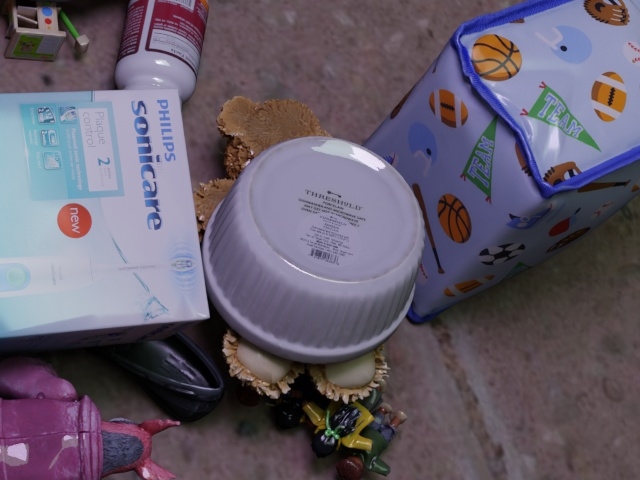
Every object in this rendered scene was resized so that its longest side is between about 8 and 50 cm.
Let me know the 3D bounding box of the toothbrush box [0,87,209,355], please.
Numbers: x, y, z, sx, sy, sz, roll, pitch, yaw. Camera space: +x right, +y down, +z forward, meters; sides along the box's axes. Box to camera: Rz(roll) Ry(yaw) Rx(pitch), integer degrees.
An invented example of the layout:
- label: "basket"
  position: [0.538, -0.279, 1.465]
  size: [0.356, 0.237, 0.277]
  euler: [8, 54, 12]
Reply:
- label: "toothbrush box"
  position: [-0.265, -0.012, 1.494]
  size: [0.296, 0.126, 0.216]
  euler: [-3, 80, -26]

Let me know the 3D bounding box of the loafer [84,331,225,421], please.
- label: "loafer"
  position: [-0.183, 0.085, 1.627]
  size: [0.223, 0.078, 0.076]
  euler: [39, 57, -1]

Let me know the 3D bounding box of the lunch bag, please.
- label: "lunch bag"
  position: [0.253, -0.124, 1.783]
  size: [0.385, 0.328, 0.239]
  euler: [-22, 77, -30]

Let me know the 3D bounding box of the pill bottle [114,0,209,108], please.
- label: "pill bottle"
  position: [-0.168, -0.194, 1.769]
  size: [0.086, 0.086, 0.152]
  euler: [17, 60, -16]

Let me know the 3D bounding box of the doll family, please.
- label: "doll family"
  position: [-0.005, 0.160, 1.672]
  size: [0.193, 0.076, 0.111]
  euler: [32, 55, 11]

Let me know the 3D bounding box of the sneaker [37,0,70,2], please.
- label: "sneaker"
  position: [-0.251, -0.350, 1.766]
  size: [0.296, 0.123, 0.178]
  euler: [-14, 42, -27]

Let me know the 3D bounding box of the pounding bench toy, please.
- label: "pounding bench toy"
  position: [-0.282, -0.226, 1.753]
  size: [0.083, 0.052, 0.065]
  euler: [3, 64, -23]

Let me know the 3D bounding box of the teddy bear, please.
- label: "teddy bear"
  position: [-0.038, 0.018, 1.684]
  size: [0.245, 0.113, 0.338]
  euler: [-12, 60, -28]

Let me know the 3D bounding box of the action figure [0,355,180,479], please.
- label: "action figure"
  position: [-0.300, 0.170, 1.433]
  size: [0.370, 0.275, 0.248]
  euler: [-7, 62, -12]

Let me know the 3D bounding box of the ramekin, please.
- label: "ramekin"
  position: [0.000, 0.000, 1.571]
  size: [0.207, 0.109, 0.207]
  euler: [9, 54, -13]
